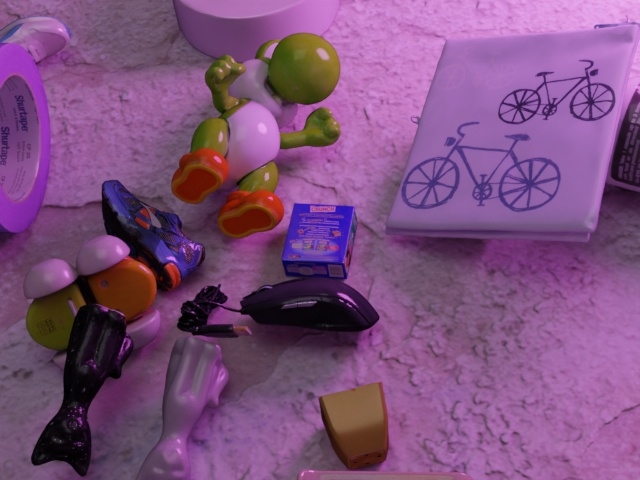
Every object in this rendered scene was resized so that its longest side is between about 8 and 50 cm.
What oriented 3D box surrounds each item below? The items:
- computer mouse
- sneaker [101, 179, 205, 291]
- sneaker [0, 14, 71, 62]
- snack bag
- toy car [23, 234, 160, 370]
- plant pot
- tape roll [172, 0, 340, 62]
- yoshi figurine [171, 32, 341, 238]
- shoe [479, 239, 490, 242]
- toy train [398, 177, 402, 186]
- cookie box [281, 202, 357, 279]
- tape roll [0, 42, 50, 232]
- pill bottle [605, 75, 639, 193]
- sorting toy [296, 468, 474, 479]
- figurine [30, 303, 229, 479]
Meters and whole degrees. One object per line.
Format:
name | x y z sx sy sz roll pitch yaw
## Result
computer mouse | -0.059 0.084 1.737 0.262 0.060 0.184 5 13 12
sneaker | -0.246 -0.014 1.906 0.087 0.083 0.221 -25 55 -30
sneaker | -0.517 -0.296 2.174 0.228 0.087 0.092 -21 57 0
snack bag | 0.266 -0.154 1.838 0.323 0.037 0.342 0 62 35
toy car | -0.316 0.081 1.799 0.182 0.159 0.136 -25 17 -13
plant pot | 0.049 0.236 1.646 0.081 0.081 0.083 -14 62 -4
tape roll | -0.109 -0.429 2.211 0.286 0.100 0.286 -4 49 5
yoshi figurine | -0.074 -0.189 1.946 0.203 0.203 0.362 9 48 12
shoe | 0.230 -0.086 1.911 0.076 0.058 0.219 -23 38 30
toy train | 0.156 -0.127 1.961 0.027 0.036 0.158 16 54 20
cookie box | 0.000 0.000 1.873 0.092 0.040 0.107 3 51 11
tape roll | -0.480 -0.148 1.911 0.090 0.275 0.275 2 50 9
pill bottle | 0.485 -0.137 1.842 0.283 0.161 0.161 19 55 21
sorting toy | 0.069 0.339 1.460 0.208 0.038 0.193 2 51 5
figurine | -0.236 0.214 1.666 0.215 0.092 0.209 19 63 -8
